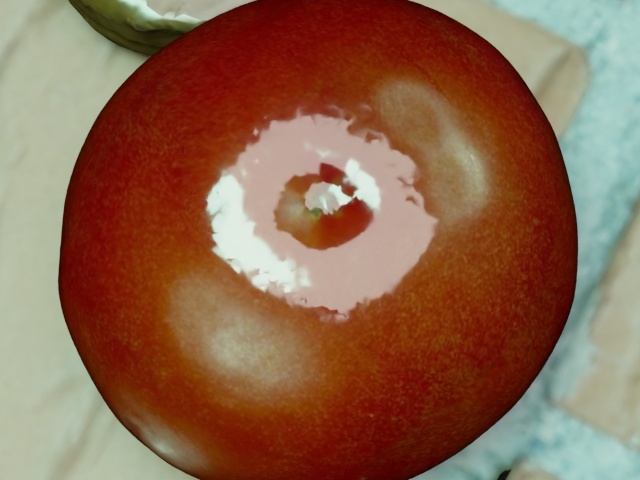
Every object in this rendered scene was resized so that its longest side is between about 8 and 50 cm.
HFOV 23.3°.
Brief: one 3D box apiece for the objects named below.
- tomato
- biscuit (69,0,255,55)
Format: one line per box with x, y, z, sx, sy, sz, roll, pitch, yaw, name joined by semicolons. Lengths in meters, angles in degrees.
0.000;0.000;0.568;0.195;0.136;0.195;1;78;-4;tomato
-0.003;-0.302;0.673;0.368;0.076;0.394;-25;83;-9;biscuit
